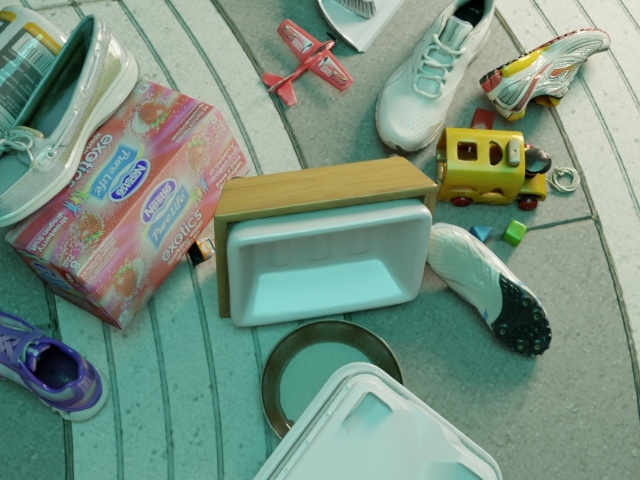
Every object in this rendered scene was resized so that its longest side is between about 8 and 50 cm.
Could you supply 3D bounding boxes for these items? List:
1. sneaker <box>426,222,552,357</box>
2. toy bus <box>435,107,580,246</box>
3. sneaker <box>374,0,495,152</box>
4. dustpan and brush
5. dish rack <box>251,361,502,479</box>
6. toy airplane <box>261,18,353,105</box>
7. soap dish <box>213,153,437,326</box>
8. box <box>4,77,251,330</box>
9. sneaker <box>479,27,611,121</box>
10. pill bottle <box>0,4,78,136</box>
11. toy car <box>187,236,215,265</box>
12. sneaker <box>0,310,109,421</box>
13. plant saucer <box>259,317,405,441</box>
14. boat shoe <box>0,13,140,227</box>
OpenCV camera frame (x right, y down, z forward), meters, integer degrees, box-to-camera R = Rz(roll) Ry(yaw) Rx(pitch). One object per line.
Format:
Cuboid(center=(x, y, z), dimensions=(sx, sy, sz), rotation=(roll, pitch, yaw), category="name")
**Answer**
Cuboid(center=(0.238, 0.064, 1.616), dimensions=(0.237, 0.086, 0.085), rotation=(46, 108, 0), category="sneaker")
Cuboid(center=(0.263, -0.109, 1.666), dimensions=(0.202, 0.104, 0.191), rotation=(-42, 78, -18), category="toy bus")
Cuboid(center=(0.170, -0.265, 1.704), dimensions=(0.111, 0.129, 0.297), rotation=(27, 70, 3), category="sneaker")
Cuboid(center=(0.020, -0.407, 1.780), dimensions=(0.211, 0.060, 0.147), rotation=(33, 70, 7), category="dustpan and brush")
Cuboid(center=(0.060, 0.347, 1.466), dimensions=(0.285, 0.072, 0.333), rotation=(38, 73, 1), category="dish rack")
Cuboid(center=(-0.025, -0.261, 1.738), dimensions=(0.151, 0.028, 0.151), rotation=(1, 68, -3), category="toy airplane")
Cuboid(center=(0.000, 0.000, 1.546), dimensions=(0.290, 0.229, 0.118), rotation=(-8, 53, -8), category="soap dish")
Cuboid(center=(-0.253, -0.051, 1.551), dimensions=(0.154, 0.142, 0.300), rotation=(24, 67, 32), category="box")
Cuboid(center=(0.350, -0.254, 1.752), dimensions=(0.225, 0.088, 0.093), rotation=(-29, 95, -15), category="sneaker")
Cuboid(center=(-0.464, -0.180, 1.596), dimensions=(0.162, 0.162, 0.278), rotation=(35, 70, 8), category="pill bottle")
Cuboid(center=(-0.183, -0.019, 1.616), dimensions=(0.040, 0.060, 0.122), rotation=(-26, 74, -24), category="toy car")
Cuboid(center=(-0.390, 0.149, 1.508), dimensions=(0.236, 0.104, 0.095), rotation=(26, 70, 6), category="sneaker")
Cuboid(center=(0.015, 0.206, 1.560), dimensions=(0.198, 0.036, 0.199), rotation=(2, 68, -4), category="plant saucer")
Cuboid(center=(-0.361, -0.156, 1.513), dimensions=(0.118, 0.103, 0.320), rotation=(14, 60, 40), category="boat shoe")
